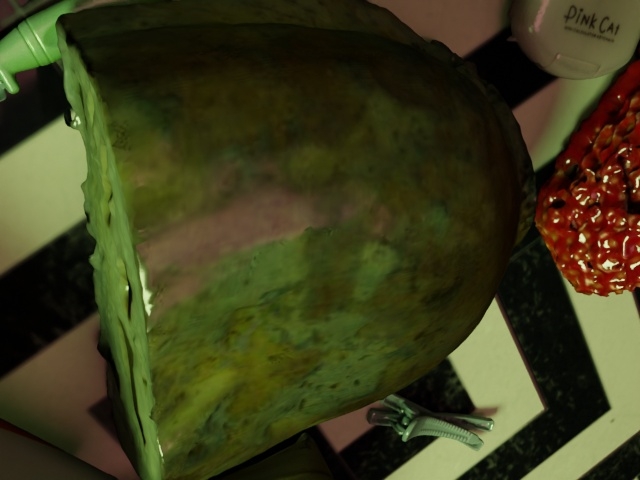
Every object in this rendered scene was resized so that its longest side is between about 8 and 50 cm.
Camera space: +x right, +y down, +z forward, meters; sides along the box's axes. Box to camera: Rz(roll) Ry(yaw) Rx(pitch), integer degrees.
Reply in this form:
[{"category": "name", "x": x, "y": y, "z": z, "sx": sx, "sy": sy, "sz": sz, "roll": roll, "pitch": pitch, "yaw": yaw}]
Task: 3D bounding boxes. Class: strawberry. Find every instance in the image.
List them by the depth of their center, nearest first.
[{"category": "strawberry", "x": 0.250, "y": -0.078, "z": 0.543, "sx": 0.286, "sy": 0.188, "sz": 0.106, "roll": -39, "pitch": 117, "yaw": 22}]

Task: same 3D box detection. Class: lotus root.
[{"category": "lotus root", "x": 0.011, "y": 0.008, "z": 0.482, "sx": 0.260, "sy": 0.149, "sz": 0.267, "roll": -13, "pitch": 124, "yaw": -23}]

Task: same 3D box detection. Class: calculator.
[{"category": "calculator", "x": 0.179, "y": -0.187, "z": 0.535, "sx": 0.100, "sy": 0.032, "sz": 0.175, "roll": 6, "pitch": 111, "yaw": -29}]

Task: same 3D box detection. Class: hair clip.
[{"category": "hair clip", "x": 0.092, "y": 0.146, "z": 0.659, "sx": 0.115, "sy": 0.039, "sz": 0.030, "roll": 18, "pitch": 111, "yaw": -35}]

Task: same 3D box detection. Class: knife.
[{"category": "knife", "x": -0.131, "y": -0.114, "z": 0.425, "sx": 0.212, "sy": 0.015, "sz": 0.054, "roll": -29, "pitch": 124, "yaw": -10}]

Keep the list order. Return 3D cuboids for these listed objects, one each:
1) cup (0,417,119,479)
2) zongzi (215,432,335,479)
[{"category": "cup", "x": -0.237, "y": 0.137, "z": 0.410, "sx": 0.203, "sy": 0.203, "sz": 0.288, "roll": -50, "pitch": 131, "yaw": 3}, {"category": "zongzi", "x": -0.082, "y": 0.253, "z": 0.598, "sx": 0.205, "sy": 0.094, "sz": 0.204, "roll": -13, "pitch": 128, "yaw": -17}]
